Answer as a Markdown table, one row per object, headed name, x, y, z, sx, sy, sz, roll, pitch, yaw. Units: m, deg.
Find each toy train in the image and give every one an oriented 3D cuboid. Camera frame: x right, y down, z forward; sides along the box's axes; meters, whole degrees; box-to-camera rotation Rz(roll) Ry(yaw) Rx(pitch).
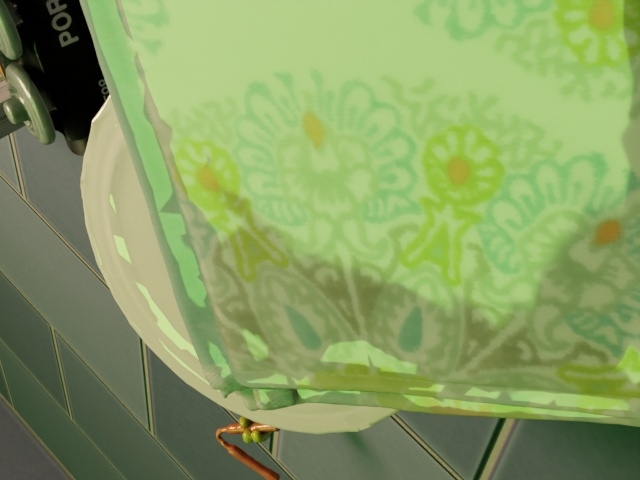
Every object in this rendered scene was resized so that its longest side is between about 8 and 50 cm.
| name | x | y | z | sx | sy | sz | roll | pitch | yaw |
| --- | --- | --- | --- | --- | --- | --- | --- | --- | --- |
| toy train | -0.253 | -0.232 | 1.043 | 0.190 | 0.142 | 0.334 | 45 | 158 | 44 |

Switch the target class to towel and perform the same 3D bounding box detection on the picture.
| name | x | y | z | sx | sy | sz | roll | pitch | yaw |
| --- | --- | --- | --- | --- | --- | --- | --- | --- | --- |
| towel | 0.042 | -0.072 | 0.635 | 0.321 | 0.090 | 0.374 | -2 | 116 | 29 |

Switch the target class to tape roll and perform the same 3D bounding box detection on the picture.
| name | x | y | z | sx | sy | sz | roll | pitch | yaw |
| --- | --- | --- | --- | --- | --- | --- | --- | --- | --- |
| tape roll | -0.022 | -0.013 | 0.829 | 0.286 | 0.100 | 0.286 | 16 | 125 | 25 |

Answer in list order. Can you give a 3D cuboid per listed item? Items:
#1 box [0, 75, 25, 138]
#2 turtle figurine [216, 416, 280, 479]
| name | x | y | z | sx | sy | sz | roll | pitch | yaw |
| --- | --- | --- | --- | --- | --- | --- | --- | --- | --- |
| box | -0.358 | -0.156 | 1.285 | 0.186 | 0.145 | 0.038 | 24 | 139 | 47 |
| turtle figurine | -0.069 | 0.097 | 1.181 | 0.269 | 0.087 | 0.217 | 61 | 147 | 5 |
